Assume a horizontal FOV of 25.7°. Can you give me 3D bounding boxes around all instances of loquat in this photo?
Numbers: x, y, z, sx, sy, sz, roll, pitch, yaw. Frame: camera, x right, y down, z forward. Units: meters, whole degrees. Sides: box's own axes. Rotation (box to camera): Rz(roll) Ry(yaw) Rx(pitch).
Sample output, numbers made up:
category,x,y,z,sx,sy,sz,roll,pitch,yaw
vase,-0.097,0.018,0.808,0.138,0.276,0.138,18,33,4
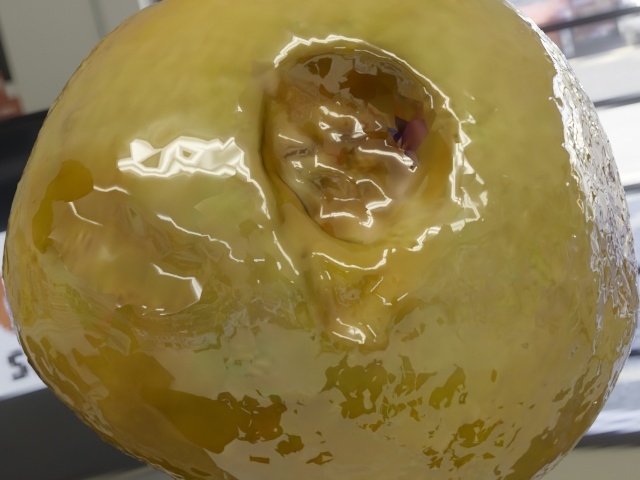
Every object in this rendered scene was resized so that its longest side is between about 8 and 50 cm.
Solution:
category,x,y,z,sx,sy,sz,roll,pitch,yaw
loquat,0.006,0.000,0.482,0.213,0.213,0.213,-13,10,2
